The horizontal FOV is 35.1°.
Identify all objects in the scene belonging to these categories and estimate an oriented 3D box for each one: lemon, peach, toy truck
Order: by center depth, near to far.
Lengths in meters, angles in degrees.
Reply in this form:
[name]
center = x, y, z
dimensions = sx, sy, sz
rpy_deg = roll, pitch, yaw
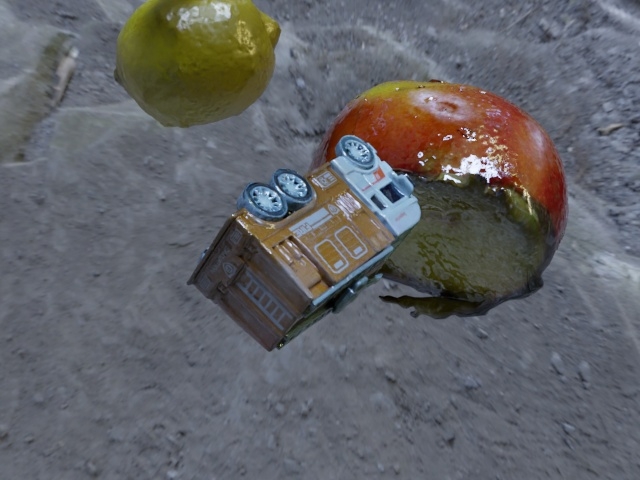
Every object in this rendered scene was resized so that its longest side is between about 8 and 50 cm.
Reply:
[toy truck]
center = 0.000, 0.000, 1.198
dimensions = 0.162, 0.305, 0.136
rpy_deg = 45, 128, 10
[peach]
center = 0.177, -0.072, 1.510
dimensions = 0.353, 0.416, 0.339
rpy_deg = -43, 128, 0
[lemon]
center = -0.202, -0.307, 1.673
dimensions = 0.288, 0.233, 0.233
rpy_deg = -17, 91, -5
